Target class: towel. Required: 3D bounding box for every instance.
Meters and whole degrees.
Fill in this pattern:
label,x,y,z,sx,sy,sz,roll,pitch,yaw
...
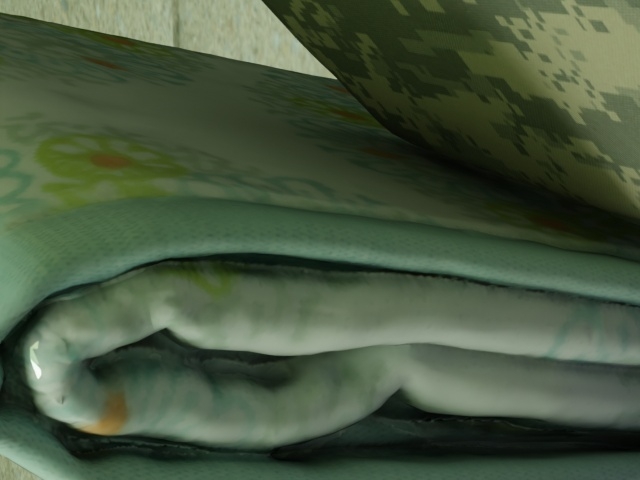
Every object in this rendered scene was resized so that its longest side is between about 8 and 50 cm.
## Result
label,x,y,z,sx,sy,sz,roll,pitch,yaw
towel,0.000,0.000,0.628,0.320,0.375,0.090,33,111,57

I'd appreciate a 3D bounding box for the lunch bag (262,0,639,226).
label,x,y,z,sx,sy,sz,roll,pitch,yaw
lunch bag,0.117,-0.159,0.515,0.212,0.256,0.305,48,166,-29
